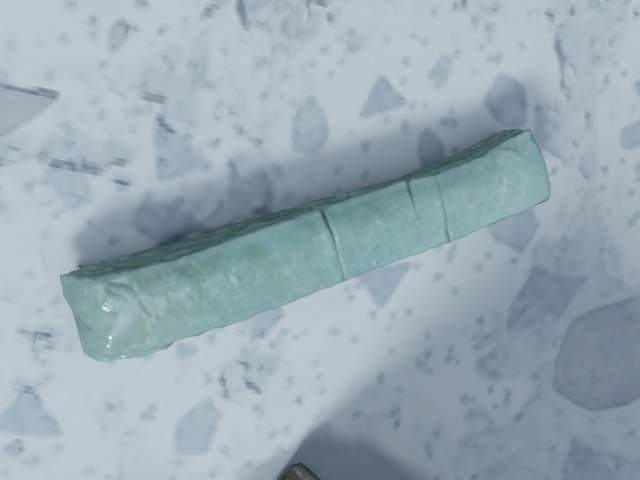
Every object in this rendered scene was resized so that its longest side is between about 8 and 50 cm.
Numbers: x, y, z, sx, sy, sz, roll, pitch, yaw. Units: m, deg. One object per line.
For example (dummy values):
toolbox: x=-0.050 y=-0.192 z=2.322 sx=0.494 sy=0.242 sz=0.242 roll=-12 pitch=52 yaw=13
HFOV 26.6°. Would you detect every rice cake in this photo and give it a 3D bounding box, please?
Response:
rice cake: x=0.000 y=0.000 z=0.634 sx=0.245 sy=0.042 sz=0.045 roll=-18 pitch=100 yaw=-23

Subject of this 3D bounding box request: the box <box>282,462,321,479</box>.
box: x=0.083 y=0.278 z=0.650 sx=0.297 sy=0.225 sz=0.190 roll=35 pitch=85 yaw=-31
